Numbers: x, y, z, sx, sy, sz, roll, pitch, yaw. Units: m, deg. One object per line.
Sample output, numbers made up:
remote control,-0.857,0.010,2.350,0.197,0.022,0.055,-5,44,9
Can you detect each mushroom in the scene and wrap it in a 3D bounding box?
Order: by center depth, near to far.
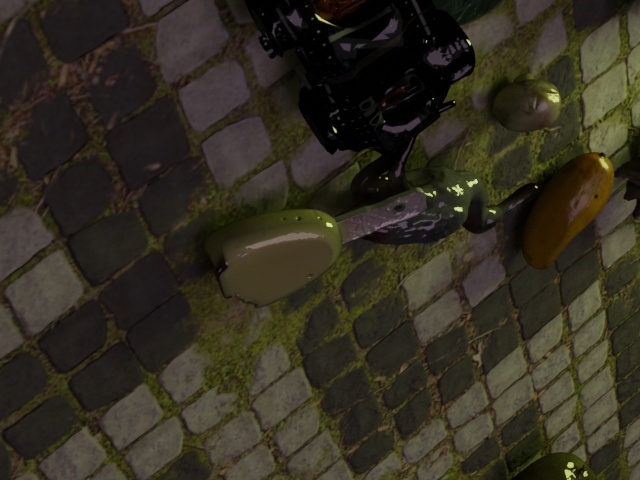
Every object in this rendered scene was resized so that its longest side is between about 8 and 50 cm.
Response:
mushroom,0.251,-0.167,1.556,0.083,0.068,0.083,-9,158,-3

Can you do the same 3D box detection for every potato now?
potato,0.385,0.456,2.170,0.174,0.159,0.251,-46,165,-48

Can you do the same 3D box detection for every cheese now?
cheese,0.000,0.000,1.418,0.255,0.050,0.127,-19,139,-9

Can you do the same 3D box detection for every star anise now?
star anise,0.512,-0.102,1.820,0.182,0.065,0.195,-19,143,17

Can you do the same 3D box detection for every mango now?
mango,0.332,-0.042,1.740,0.098,0.075,0.190,11,121,-42

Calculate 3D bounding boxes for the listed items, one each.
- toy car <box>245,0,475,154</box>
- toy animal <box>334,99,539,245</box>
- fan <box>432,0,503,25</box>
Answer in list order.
toy car,0.038,-0.205,1.271,0.193,0.118,0.301,-34,142,-4
toy animal,0.135,-0.051,1.518,0.195,0.090,0.324,-46,139,7
fan,0.208,-0.334,1.409,0.294,0.012,0.223,-4,125,-41
